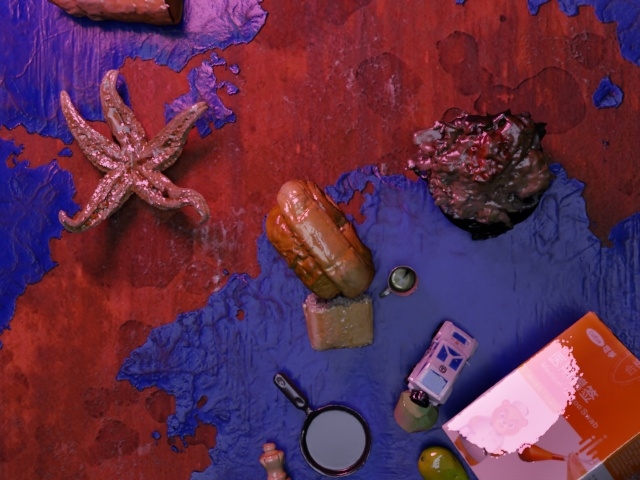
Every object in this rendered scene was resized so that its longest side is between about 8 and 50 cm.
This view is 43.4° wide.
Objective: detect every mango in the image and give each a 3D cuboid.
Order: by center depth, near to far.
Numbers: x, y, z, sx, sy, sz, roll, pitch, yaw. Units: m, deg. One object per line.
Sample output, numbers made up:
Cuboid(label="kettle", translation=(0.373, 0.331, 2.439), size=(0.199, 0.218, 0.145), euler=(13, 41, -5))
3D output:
Cuboid(label="mango", translation=(0.227, 0.423, 1.472), size=(0.108, 0.056, 0.073), euler=(38, 99, 0))

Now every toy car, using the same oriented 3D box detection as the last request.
Cuboid(label="toy car", translation=(0.216, 0.224, 1.438), size=(0.080, 0.070, 0.170), euler=(36, 64, 3))

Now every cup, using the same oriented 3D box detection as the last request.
Cuboid(label="cup", translation=(0.145, 0.080, 1.462), size=(0.054, 0.083, 0.075), euler=(27, 92, 4))

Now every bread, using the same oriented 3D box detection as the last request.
Cuboid(label="bread", translation=(0.000, 0.001, 1.415), size=(0.120, 0.198, 0.236), euler=(-38, 90, 11))
Cuboid(label="bread", translation=(0.032, 0.143, 1.471), size=(0.125, 0.082, 0.106), euler=(-7, 117, -4))

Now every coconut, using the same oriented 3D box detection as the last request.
Cuboid(label="coconut", translation=(0.176, 0.310, 1.466), size=(0.082, 0.083, 0.081), euler=(1, 130, -7))

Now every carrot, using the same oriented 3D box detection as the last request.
Cuboid(label="carrot", translation=(-0.389, -0.450, 1.495), size=(0.263, 0.102, 0.101), euler=(2, 91, 6))

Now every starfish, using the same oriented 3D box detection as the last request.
Cuboid(label="starfish", translation=(-0.355, -0.144, 1.492), size=(0.375, 0.094, 0.327), euler=(28, 82, 10))

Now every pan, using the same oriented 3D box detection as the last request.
Cuboid(label="pan", translation=(-0.004, 0.335, 1.503), size=(0.136, 0.028, 0.235), euler=(-41, 91, 3))

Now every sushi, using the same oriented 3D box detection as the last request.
Cuboid(label="sushi", translation=(0.284, -0.121, 1.383), size=(0.238, 0.219, 0.225), euler=(-29, 84, 3))

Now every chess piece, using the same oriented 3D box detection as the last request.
Cuboid(label="chess piece", translation=(-0.077, 0.462, 1.499), size=(0.060, 0.060, 0.172), euler=(-15, 87, 4))

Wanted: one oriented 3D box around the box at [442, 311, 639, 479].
Cuboid(label="box", translation=(0.417, 0.315, 1.366), size=(0.341, 0.143, 0.225), euler=(-38, 49, 3))
